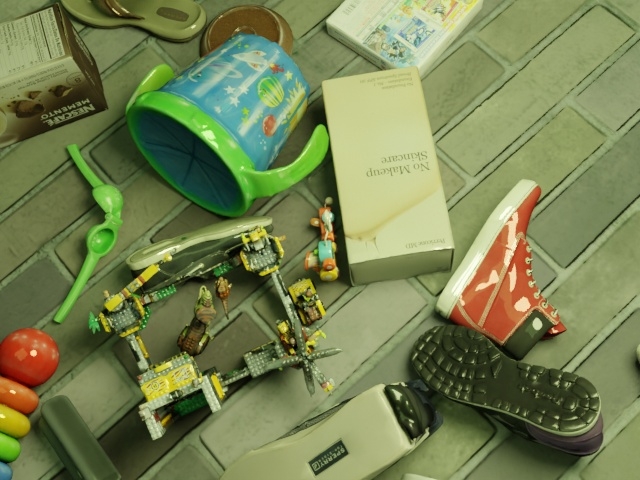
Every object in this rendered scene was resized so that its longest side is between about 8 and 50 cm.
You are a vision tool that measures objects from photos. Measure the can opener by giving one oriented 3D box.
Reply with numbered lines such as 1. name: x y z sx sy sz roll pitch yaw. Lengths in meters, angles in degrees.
1. can opener: -0.301 0.337 1.118 0.280 0.074 0.093 44 45 17

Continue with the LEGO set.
1. LEGO set: -0.150 0.124 1.079 0.331 0.192 0.255 -16 87 -5

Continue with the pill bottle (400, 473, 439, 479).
1. pill bottle: 0.127 0.496 0.920 0.224 0.224 0.392 17 72 12

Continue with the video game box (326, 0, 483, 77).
1. video game box: 0.145 -0.388 1.346 0.187 0.048 0.205 37 78 19

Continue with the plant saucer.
1. plant saucer: -0.132 -0.349 1.371 0.168 0.029 0.169 -2 70 5

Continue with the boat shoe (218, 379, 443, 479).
1. boat shoe: 0.018 0.301 1.072 0.340 0.158 0.127 -33 72 23

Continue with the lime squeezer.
1. lime squeezer: -0.373 -0.026 1.259 0.109 0.059 0.311 -4 70 4

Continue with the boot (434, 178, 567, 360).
1. boot: 0.303 0.044 1.148 0.176 0.088 0.244 29 83 15

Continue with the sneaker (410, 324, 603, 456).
1. sneaker: 0.249 0.219 1.082 0.283 0.124 0.107 23 63 40

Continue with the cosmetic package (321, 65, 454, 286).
1. cosmetic package: 0.100 -0.100 1.208 0.160 0.113 0.310 -10 68 2

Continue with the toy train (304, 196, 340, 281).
1. toy train: 0.000 0.000 1.168 0.046 0.166 0.125 -6 93 4

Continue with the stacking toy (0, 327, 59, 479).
1. stacking toy: -0.475 0.282 1.127 0.141 0.141 0.330 17 65 12

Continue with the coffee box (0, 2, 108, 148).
1. coffee box: -0.530 -0.254 1.303 0.297 0.168 0.119 -20 69 -3

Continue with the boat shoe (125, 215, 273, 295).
1. boat shoe: -0.179 0.021 1.223 0.233 0.084 0.079 -22 107 -10

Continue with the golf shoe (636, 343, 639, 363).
1. golf shoe: 0.488 0.272 1.028 0.140 0.115 0.306 -26 68 0

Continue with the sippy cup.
1. sippy cup: -0.140 -0.194 1.221 0.305 0.240 0.224 40 67 -5

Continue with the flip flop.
1. flip flop: -0.336 -0.426 1.393 0.277 0.080 0.112 19 72 13
